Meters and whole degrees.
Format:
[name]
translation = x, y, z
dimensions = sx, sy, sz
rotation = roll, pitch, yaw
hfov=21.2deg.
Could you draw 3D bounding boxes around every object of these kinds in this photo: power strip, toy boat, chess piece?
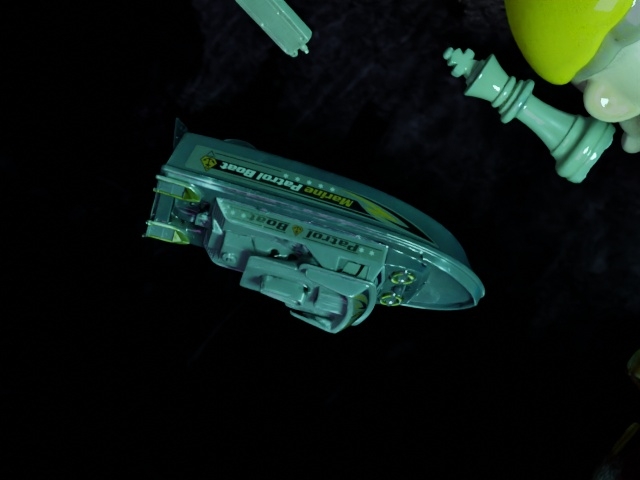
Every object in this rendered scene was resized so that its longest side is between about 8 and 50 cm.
[power strip]
translation = -0.038, -0.182, 1.385
dimensions = 0.027, 0.017, 0.083
rotation = -33, 110, 32
[toy boat]
translation = -0.002, 0.002, 1.440
dimensions = 0.296, 0.122, 0.114
rotation = 19, 151, -2
[chess piece]
translation = 0.160, -0.108, 1.365
dimensions = 0.149, 0.059, 0.059
rotation = 33, 126, -2

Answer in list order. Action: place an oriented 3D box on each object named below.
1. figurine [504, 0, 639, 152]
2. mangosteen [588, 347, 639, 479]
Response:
[figurine]
translation = 0.269, -0.120, 1.213
dimensions = 0.215, 0.187, 0.344
rotation = -27, 99, -1
[mangosteen]
translation = 0.368, 0.220, 1.409
dimensions = 0.307, 0.307, 0.347
rotation = 6, 96, 11
